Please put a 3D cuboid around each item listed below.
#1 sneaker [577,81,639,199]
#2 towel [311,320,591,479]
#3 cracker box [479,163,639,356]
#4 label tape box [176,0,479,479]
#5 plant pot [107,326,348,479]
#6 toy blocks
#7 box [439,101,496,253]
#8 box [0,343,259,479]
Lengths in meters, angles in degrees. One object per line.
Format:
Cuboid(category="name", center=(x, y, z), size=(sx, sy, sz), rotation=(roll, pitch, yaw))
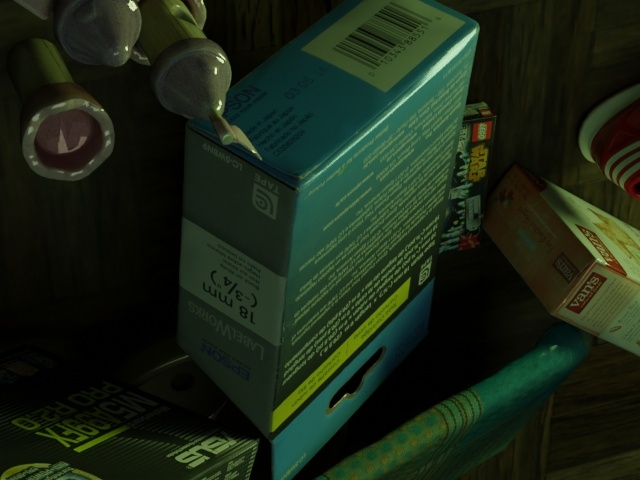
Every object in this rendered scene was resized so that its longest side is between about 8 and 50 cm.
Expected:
Cuboid(category="sneaker", center=(0.339, -0.111, 1.440), size=(0.221, 0.128, 0.087), rotation=(-41, 131, 9))
Cuboid(category="towel", center=(0.053, 0.206, 1.464), size=(0.370, 0.040, 0.271), rotation=(-26, 161, -27))
Cuboid(category="cracker box", center=(0.263, 0.034, 1.493), size=(0.232, 0.155, 0.067), rotation=(24, 111, -36))
Cuboid(category="label tape box", center=(0.000, 0.000, 1.299), size=(0.240, 0.106, 0.333), rotation=(-42, 151, -39))
Cuboid(category="plant pot", center=(-0.105, 0.151, 1.441), size=(0.237, 0.109, 0.237), rotation=(-12, 127, -16))
Cuboid(category="toy blocks", center=(-0.164, -0.196, 1.060), size=(0.289, 0.260, 0.309), rotation=(32, 107, -37))
Cuboid(category="box", center=(0.097, -0.048, 1.441), size=(0.094, 0.027, 0.137), rotation=(-11, 128, -19))
Cuboid(category="box", center=(-0.197, 0.160, 1.197), size=(0.270, 0.216, 0.060), rotation=(-19, 126, -65))
